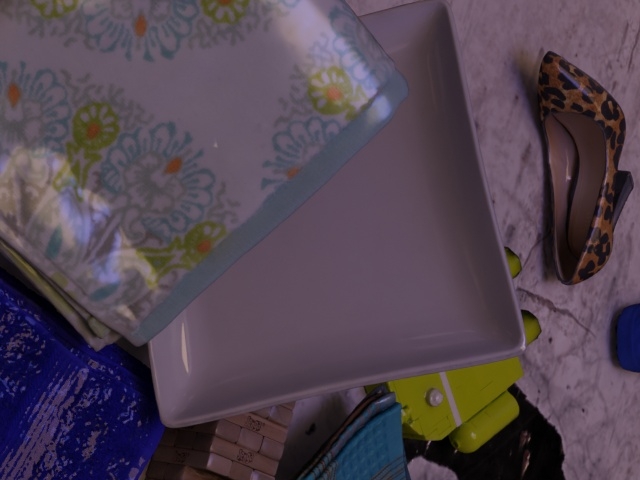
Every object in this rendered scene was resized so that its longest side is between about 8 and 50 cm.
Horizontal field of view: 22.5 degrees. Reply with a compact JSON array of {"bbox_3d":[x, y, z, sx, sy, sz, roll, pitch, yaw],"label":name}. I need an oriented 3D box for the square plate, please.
[{"bbox_3d":[-0.010,-0.025,1.509,0.049,0.344,0.347,50,28,-77],"label":"square plate"}]

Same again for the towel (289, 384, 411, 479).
[{"bbox_3d":[0.000,0.354,1.624,0.370,0.040,0.271,-41,129,-46],"label":"towel"}]

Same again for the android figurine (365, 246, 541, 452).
[{"bbox_3d":[0.144,0.119,1.817,0.273,0.056,0.248,-30,110,-39],"label":"android figurine"}]

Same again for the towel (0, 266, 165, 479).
[{"bbox_3d":[-0.281,0.151,1.429,0.308,0.076,0.227,40,64,-34],"label":"towel"}]

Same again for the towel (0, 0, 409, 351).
[{"bbox_3d":[-0.149,-0.120,1.387,0.374,0.090,0.320,-43,118,-1],"label":"towel"}]

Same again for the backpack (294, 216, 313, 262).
[{"bbox_3d":[0.000,0.000,1.637,0.182,0.152,0.115,-2,88,-47],"label":"backpack"}]

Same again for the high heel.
[{"bbox_3d":[0.296,-0.081,1.918,0.261,0.093,0.186,57,50,-36],"label":"high heel"}]

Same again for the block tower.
[{"bbox_3d":[-0.112,0.247,1.567,0.097,0.091,0.335,29,71,-39],"label":"block tower"}]

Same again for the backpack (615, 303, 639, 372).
[{"bbox_3d":[0.439,0.121,2.045,0.120,0.101,0.098,5,80,-38],"label":"backpack"}]
